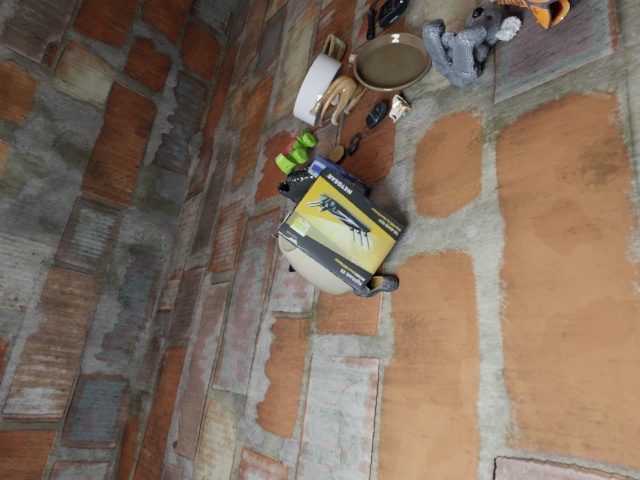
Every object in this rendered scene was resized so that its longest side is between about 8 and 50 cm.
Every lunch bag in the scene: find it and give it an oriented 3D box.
[{"bbox_3d":[0.061,-0.222,1.518,0.090,0.176,0.219,-60,36,11],"label":"lunch bag"}]

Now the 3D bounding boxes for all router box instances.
[{"bbox_3d":[0.062,-0.032,1.265,0.243,0.309,0.081,-55,9,-5],"label":"router box"}]

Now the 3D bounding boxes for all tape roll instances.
[{"bbox_3d":[-0.008,-0.632,1.769,0.286,0.100,0.286,-64,1,2],"label":"tape roll"}]

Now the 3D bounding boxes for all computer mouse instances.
[{"bbox_3d":[0.283,-0.965,1.733,0.262,0.060,0.184,-28,54,56],"label":"computer mouse"},{"bbox_3d":[0.180,-0.421,1.598,0.242,0.041,0.071,-50,40,32],"label":"computer mouse"}]

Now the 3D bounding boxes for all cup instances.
[{"bbox_3d":[0.000,0.000,1.427,0.331,0.237,0.331,-27,52,41],"label":"cup"}]

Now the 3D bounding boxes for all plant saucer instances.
[{"bbox_3d":[0.257,-0.632,1.496,0.278,0.041,0.278,-6,65,12],"label":"plant saucer"}]

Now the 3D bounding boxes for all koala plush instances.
[{"bbox_3d":[0.457,-0.602,1.250,0.221,0.203,0.196,-45,46,-5],"label":"koala plush"}]

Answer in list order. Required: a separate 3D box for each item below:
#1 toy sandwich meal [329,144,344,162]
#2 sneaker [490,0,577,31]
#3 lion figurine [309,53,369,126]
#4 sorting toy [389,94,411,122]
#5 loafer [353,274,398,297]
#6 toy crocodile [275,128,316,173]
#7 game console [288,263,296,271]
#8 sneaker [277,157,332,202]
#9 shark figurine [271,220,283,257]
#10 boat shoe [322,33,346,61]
[{"bbox_3d":[0.069,-0.347,1.701,0.085,0.029,0.085,-24,54,38],"label":"toy sandwich meal"},{"bbox_3d":[0.576,-0.654,1.143,0.124,0.180,0.321,-44,8,27],"label":"sneaker"},{"bbox_3d":[0.107,-0.582,1.597,0.240,0.142,0.392,-49,10,37],"label":"lion figurine"},{"bbox_3d":[0.276,-0.460,1.488,0.075,0.045,0.083,-51,39,33],"label":"sorting toy"},{"bbox_3d":[0.159,0.136,1.300,0.170,0.061,0.062,-25,54,43],"label":"loafer"},{"bbox_3d":[-0.106,-0.394,1.816,0.115,0.105,0.340,-33,23,38],"label":"toy crocodile"},{"bbox_3d":[-0.099,0.051,1.653,0.144,0.085,0.124,-15,60,48],"label":"game console"},{"bbox_3d":[-0.066,-0.250,1.732,0.286,0.130,0.109,-34,53,36],"label":"sneaker"},{"bbox_3d":[-0.137,-0.023,1.721,0.278,0.116,0.166,-5,69,53],"label":"shark figurine"},{"bbox_3d":[0.015,-0.803,1.948,0.109,0.098,0.302,30,96,54],"label":"boat shoe"}]
